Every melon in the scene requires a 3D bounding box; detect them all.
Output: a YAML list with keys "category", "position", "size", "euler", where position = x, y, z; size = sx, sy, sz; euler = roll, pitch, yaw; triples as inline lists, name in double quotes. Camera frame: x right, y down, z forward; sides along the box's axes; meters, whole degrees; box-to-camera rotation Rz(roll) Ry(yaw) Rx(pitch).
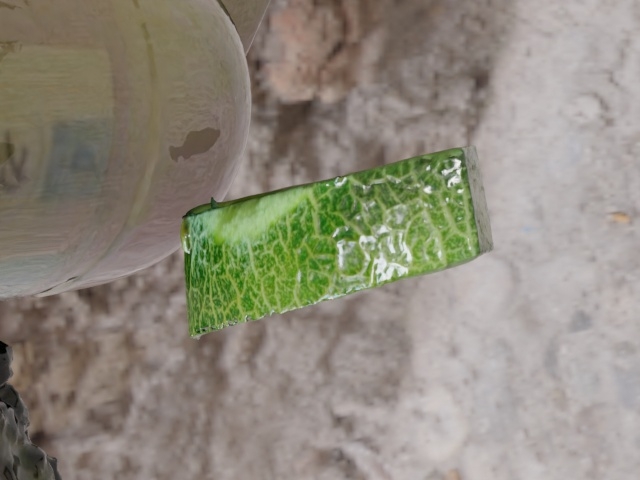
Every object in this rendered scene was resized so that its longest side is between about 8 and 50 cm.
- category: "melon"
  position: [0.000, 0.000, 0.749]
  size: [0.209, 0.118, 0.064]
  euler: [-15, 87, 43]

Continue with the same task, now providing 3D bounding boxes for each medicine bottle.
- category: "medicine bottle"
  position: [-0.185, -0.082, 0.973]
  size: [0.236, 0.406, 0.235]
  euler: [4, 97, 36]

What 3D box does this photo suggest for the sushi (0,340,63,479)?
- category: "sushi"
  position: [-0.251, 0.255, 0.951]
  size: [0.178, 0.352, 0.294]
  euler: [-11, 128, 15]
